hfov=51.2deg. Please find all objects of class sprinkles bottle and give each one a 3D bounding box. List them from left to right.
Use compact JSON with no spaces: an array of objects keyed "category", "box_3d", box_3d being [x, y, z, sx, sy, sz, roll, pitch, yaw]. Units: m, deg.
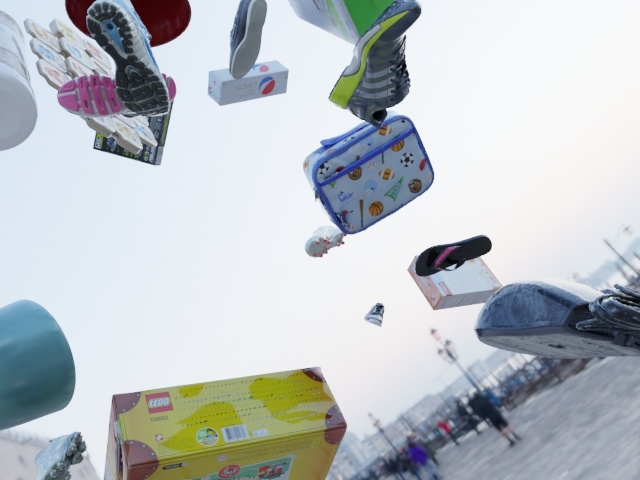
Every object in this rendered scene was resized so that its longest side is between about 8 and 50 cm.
[{"category":"sprinkles bottle","box_3d":[-0.519,-0.265,1.049,0.121,0.355,0.121,-13,-53,-18]}]

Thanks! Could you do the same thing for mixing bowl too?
[{"category":"mixing bowl","box_3d":[-0.286,-0.381,1.001,0.181,0.098,0.181,-5,-19,-2]}]

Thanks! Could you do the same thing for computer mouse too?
[{"category":"computer mouse","box_3d":[0.262,0.072,0.659,0.188,0.072,0.272,17,-15,-22]}]

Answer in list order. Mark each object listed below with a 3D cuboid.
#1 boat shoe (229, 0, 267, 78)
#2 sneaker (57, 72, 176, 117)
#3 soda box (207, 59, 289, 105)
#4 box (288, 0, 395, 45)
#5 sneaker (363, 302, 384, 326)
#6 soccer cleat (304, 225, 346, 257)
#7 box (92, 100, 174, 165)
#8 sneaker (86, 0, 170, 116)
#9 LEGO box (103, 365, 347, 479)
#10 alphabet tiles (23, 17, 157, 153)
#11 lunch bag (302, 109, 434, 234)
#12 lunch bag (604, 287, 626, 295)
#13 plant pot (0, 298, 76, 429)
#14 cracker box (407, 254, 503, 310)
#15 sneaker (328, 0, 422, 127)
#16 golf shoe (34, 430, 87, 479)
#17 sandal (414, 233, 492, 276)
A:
[{"category":"boat shoe","box_3d":[-0.189,-0.503,1.645,0.075,0.065,0.206,-11,-51,-48]},{"category":"sneaker","box_3d":[-0.304,-0.211,0.997,0.170,0.063,0.075,-14,1,-27]},{"category":"soda box","box_3d":[-0.191,-0.423,1.785,0.216,0.069,0.074,-20,-42,-33]},{"category":"box","box_3d":[0.014,-0.556,1.401,0.127,0.231,0.262,-50,-33,-5]},{"category":"sneaker","box_3d":[0.173,0.225,2.095,0.158,0.061,0.065,-70,2,-84]},{"category":"soccer cleat","box_3d":[0.000,0.000,1.818,0.196,0.076,0.068,-21,-49,-58]},{"category":"box","box_3d":[-0.490,-0.308,1.749,0.045,0.184,0.191,-26,-49,-75]},{"category":"sneaker","box_3d":[-0.220,-0.226,0.813,0.063,0.073,0.162,-4,-48,12]},{"category":"LEGO box","box_3d":[-0.231,0.515,1.568,0.500,0.193,0.373,-2,-50,-26]},{"category":"alphabet tiles","box_3d":[-0.410,-0.284,1.220,0.021,0.284,0.278,-36,-31,14]},{"category":"lunch bag","box_3d":[0.113,-0.169,1.638,0.303,0.115,0.243,-31,-60,-5]},{"category":"lunch bag","box_3d":[0.693,0.140,1.526,0.071,0.083,0.053,6,-86,-77]},{"category":"plant pot","box_3d":[-0.761,0.310,1.555,0.293,0.293,0.235,-50,-15,32]},{"category":"cracker box","box_3d":[0.380,0.109,1.885,0.232,0.156,0.067,-3,-43,-31]},{"category":"sneaker","box_3d":[0.119,-0.312,1.189,0.111,0.121,0.300,-53,0,-26]},{"category":"golf shoe","box_3d":[-0.546,0.462,1.350,0.086,0.069,0.176,-6,22,11]},{"category":"sandal","box_3d":[0.290,0.036,1.462,0.179,0.040,0.067,-20,-58,11]}]
